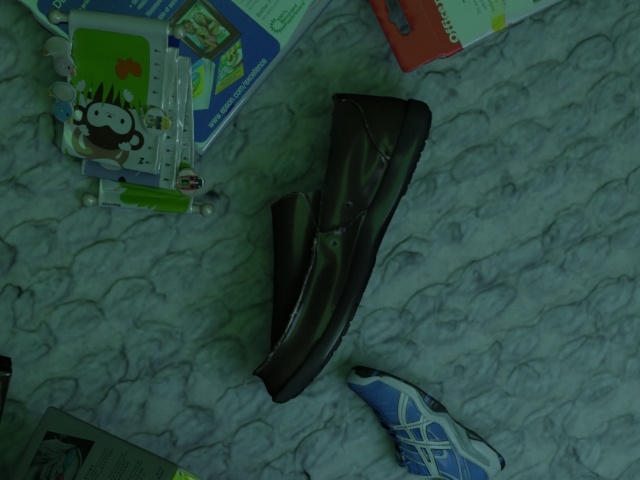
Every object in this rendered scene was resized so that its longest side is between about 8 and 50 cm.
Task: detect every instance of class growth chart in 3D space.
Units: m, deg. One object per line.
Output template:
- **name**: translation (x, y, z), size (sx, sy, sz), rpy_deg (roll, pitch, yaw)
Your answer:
- **growth chart**: translation (-0.208, -0.135, 1.841), size (0.172, 0.021, 0.237), rpy_deg (0, 114, 11)

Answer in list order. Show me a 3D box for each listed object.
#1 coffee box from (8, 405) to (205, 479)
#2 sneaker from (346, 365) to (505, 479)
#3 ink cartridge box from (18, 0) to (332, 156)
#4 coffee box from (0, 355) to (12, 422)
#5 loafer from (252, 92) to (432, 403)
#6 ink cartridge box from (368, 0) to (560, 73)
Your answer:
- **coffee box**: translation (-0.159, 0.411, 1.708), size (0.337, 0.334, 0.338), rpy_deg (34, 78, -28)
- **sneaker**: translation (0.109, 0.218, 1.936), size (0.211, 0.080, 0.081), rpy_deg (39, 82, -9)
- **ink cartridge box**: translation (-0.151, -0.302, 1.872), size (0.307, 0.072, 0.303), rpy_deg (40, 86, -8)
- **coffee box**: translation (-0.437, 0.256, 1.815), size (0.168, 0.119, 0.297), rpy_deg (14, 91, -11)
- **loafer**: translation (0.000, 0.000, 1.894), size (0.130, 0.134, 0.366), rpy_deg (23, 83, 0)
- **ink cartridge box**: translation (0.165, -0.291, 1.916), size (0.231, 0.078, 0.134), rpy_deg (-26, 97, -1)
